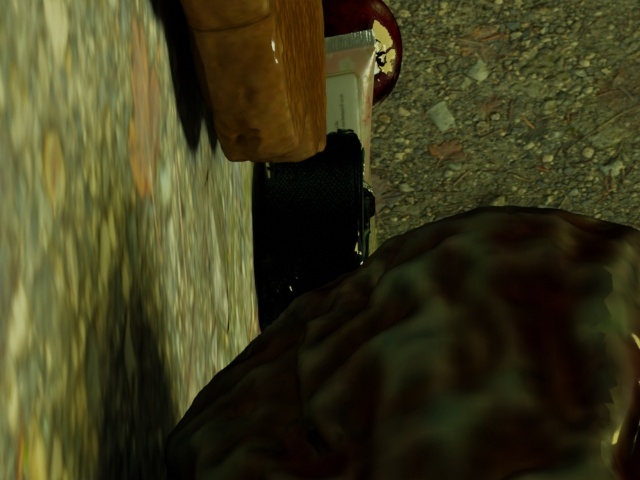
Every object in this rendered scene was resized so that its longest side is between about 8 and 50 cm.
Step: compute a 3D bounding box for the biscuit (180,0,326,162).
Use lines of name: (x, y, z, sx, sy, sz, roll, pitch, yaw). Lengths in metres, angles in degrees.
biscuit: (-0.031, -0.122, 0.654, 0.295, 0.044, 0.186, 78, 12, -62)

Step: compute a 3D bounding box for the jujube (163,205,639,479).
jujube: (0.052, 0.147, 0.460, 0.226, 0.226, 0.317, 83, 10, -48)

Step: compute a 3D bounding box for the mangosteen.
mangosteen: (0.007, -0.107, 1.047, 0.081, 0.081, 0.081, -3, 90, -87)

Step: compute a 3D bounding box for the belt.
belt: (0.000, 0.000, 0.938, 0.140, 0.058, 0.105, -90, 179, -57)

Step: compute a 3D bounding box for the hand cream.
hand cream: (0.000, -0.018, 1.035, 0.043, 0.067, 0.210, -126, -149, -56)
